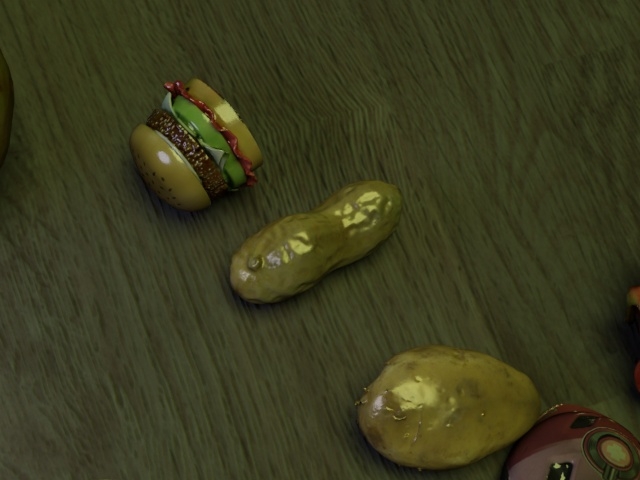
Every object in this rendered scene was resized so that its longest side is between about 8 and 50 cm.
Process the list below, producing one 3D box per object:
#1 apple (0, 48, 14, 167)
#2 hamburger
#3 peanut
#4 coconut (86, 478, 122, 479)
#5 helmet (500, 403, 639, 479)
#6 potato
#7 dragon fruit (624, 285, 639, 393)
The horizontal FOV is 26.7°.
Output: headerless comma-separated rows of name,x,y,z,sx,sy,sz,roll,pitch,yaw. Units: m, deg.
apple,-0.540,-0.159,1.601,0.339,0.305,0.338,4,67,-10
hamburger,-0.168,-0.112,1.742,0.137,0.175,0.175,-43,79,-11
peanut,0.000,0.000,1.748,0.263,0.117,0.101,-26,95,-24
coconut,-0.214,0.398,1.448,0.237,0.237,0.265,15,60,-5
helmet,0.325,0.309,1.652,0.198,0.154,0.253,26,68,2
potato,0.155,0.203,1.683,0.235,0.128,0.161,-21,87,-20
dragon fruit,0.529,0.123,1.708,0.305,0.305,0.225,31,71,4
